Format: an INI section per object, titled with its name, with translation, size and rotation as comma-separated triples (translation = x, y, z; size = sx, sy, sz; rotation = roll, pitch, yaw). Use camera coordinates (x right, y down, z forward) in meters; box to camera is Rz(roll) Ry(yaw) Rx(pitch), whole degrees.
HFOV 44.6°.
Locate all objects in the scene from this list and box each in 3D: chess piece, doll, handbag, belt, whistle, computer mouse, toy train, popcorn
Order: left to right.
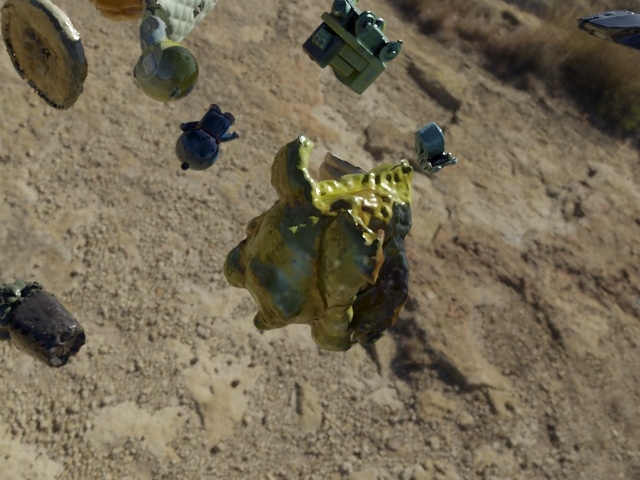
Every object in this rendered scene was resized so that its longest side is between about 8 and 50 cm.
[whistle]
translation = -0.301, -0.348, 1.509
size = 0.123, 0.123, 0.223
rotation = 3, 49, -34
[handbag]
translation = -0.291, -0.545, 1.675
size = 0.079, 0.219, 0.256
rotation = 29, 59, 5
[doll]
translation = -0.233, -0.198, 1.551
size = 0.114, 0.085, 0.152
rotation = 29, 69, 2
[chess piece]
translation = -0.025, -0.006, 1.801
size = 0.117, 0.397, 0.117
rotation = 28, 5, -3
[popcorn]
translation = -0.002, -0.004, 1.235
size = 0.325, 0.290, 0.321
rotation = 57, 28, -23
[toy train]
translation = 0.034, -0.205, 0.811
size = 0.050, 0.081, 0.122
rotation = 53, 17, 27
[belt]
translation = 0.226, -0.170, 1.568
size = 0.179, 0.065, 0.100
rotation = 48, 17, -80
[computer mouse]
translation = 0.530, -0.363, 1.344
size = 0.192, 0.062, 0.106
rotation = 10, 21, -26

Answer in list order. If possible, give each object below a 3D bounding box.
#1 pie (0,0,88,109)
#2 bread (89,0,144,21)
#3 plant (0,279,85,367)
[pie]
translation = -0.607, -0.413, 1.709
size = 0.274, 0.274, 0.055
rotation = 44, 51, 8
[bread]
translation = -0.485, -0.688, 1.879
size = 0.173, 0.311, 0.121
rotation = 4, 29, -5
[plant]
translation = -0.393, 0.110, 1.063
size = 0.143, 0.094, 0.092
rotation = 29, 62, 20
